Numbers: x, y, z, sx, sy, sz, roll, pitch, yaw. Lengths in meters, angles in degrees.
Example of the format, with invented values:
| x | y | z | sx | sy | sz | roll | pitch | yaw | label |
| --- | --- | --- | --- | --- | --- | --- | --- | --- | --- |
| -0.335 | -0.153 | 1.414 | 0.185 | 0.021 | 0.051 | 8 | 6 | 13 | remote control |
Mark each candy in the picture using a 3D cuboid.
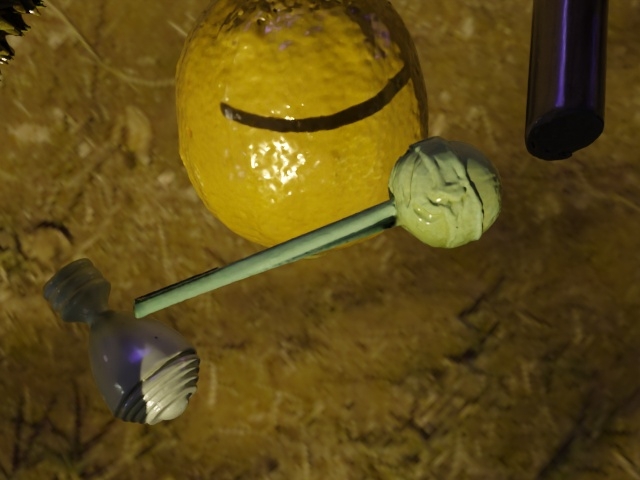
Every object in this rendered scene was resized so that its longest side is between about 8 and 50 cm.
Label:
| x | y | z | sx | sy | sz | roll | pitch | yaw | label |
| --- | --- | --- | --- | --- | --- | --- | --- | --- | --- |
| 0.000 | 0.000 | 1.273 | 0.335 | 0.092 | 0.093 | -22 | 110 | -18 | candy |

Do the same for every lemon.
| x | y | z | sx | sy | sz | roll | pitch | yaw | label |
| --- | --- | --- | --- | --- | --- | --- | --- | --- | --- |
| -0.019 | -0.130 | 1.485 | 0.245 | 0.245 | 0.320 | -15 | 114 | -21 | lemon |

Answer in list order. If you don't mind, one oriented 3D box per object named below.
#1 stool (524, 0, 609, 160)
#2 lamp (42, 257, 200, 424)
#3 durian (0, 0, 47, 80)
| x | y | z | sx | sy | sz | roll | pitch | yaw | label |
| --- | --- | --- | --- | --- | --- | --- | --- | --- | --- |
| 0.268 | -0.232 | 1.047 | 0.310 | 0.226 | 0.310 | -4 | 146 | -6 | stool |
| -0.203 | 0.104 | 1.557 | 0.106 | 0.193 | 0.106 | -41 | 167 | -12 | lamp |
| -0.350 | -0.245 | 1.377 | 0.198 | 0.163 | 0.394 | 6 | 90 | 9 | durian |
